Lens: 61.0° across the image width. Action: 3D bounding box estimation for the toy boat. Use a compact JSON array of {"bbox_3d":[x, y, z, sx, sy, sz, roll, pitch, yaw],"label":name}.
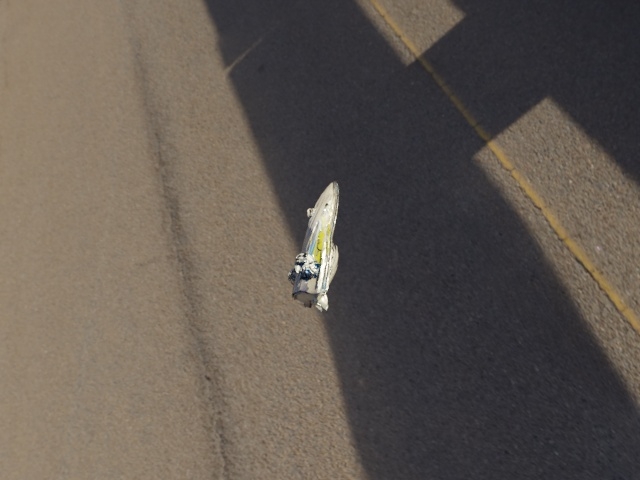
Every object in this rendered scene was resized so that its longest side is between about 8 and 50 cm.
[{"bbox_3d":[0.000,0.000,0.808,0.084,0.066,0.210,123,162,-66],"label":"toy boat"}]
